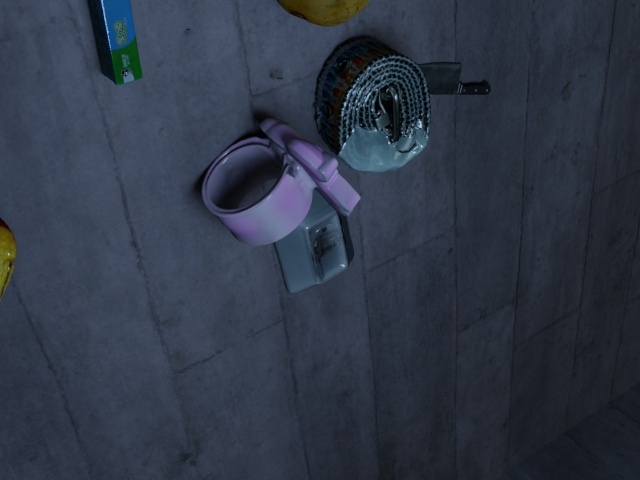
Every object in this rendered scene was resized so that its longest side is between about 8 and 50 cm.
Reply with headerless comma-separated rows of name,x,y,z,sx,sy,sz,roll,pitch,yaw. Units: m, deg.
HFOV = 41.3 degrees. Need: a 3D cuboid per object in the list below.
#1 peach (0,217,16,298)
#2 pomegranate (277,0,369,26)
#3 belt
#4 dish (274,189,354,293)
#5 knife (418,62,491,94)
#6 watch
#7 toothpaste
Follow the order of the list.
peach,-0.586,0.054,1.247,0.245,0.248,0.275,33,90,-23
pomegranate,0.014,-0.464,1.435,0.196,0.196,0.196,-20,128,-28
belt,0.100,-0.254,1.656,0.207,0.150,0.258,-18,126,-19
dish,0.000,0.000,1.791,0.181,0.080,0.243,-30,131,-20
knife,0.279,-0.347,1.831,0.245,0.019,0.072,-6,119,-34
watch,-0.083,-0.086,1.551,0.217,0.248,0.211,-44,136,-3
toothpaste,-0.326,-0.376,1.300,0.050,0.065,0.267,-24,129,-29
